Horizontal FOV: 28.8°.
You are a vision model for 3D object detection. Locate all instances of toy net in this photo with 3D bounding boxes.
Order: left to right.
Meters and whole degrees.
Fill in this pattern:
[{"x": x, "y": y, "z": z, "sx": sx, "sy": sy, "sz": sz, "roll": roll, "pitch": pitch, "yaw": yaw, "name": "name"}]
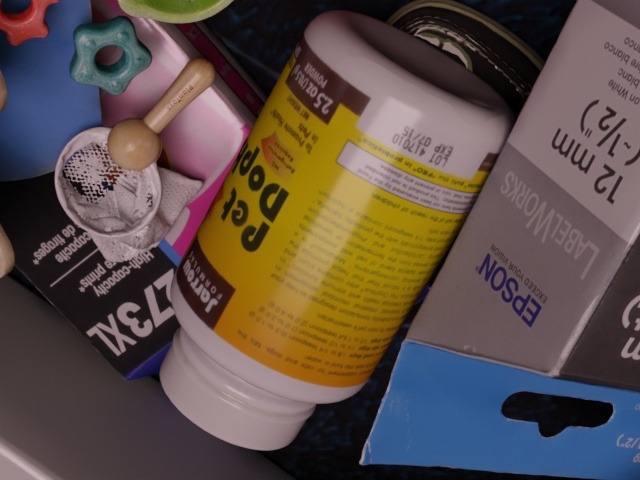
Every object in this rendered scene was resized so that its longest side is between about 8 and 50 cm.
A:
[{"x": -0.107, "y": -0.073, "z": 0.627, "sx": 0.122, "sy": 0.045, "sz": 0.232, "roll": -4, "pitch": 126, "yaw": -19, "name": "toy net"}]

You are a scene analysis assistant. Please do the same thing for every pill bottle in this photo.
[{"x": 0.000, "y": 0.000, "z": 0.638, "sx": 0.117, "sy": 0.117, "sz": 0.215, "roll": 28, "pitch": 110, "yaw": -4, "name": "pill bottle"}]

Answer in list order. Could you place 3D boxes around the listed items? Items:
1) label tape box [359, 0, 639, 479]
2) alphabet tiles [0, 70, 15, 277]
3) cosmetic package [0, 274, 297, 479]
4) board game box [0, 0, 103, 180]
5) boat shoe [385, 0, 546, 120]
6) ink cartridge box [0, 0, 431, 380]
[{"x": 0.203, "y": 0.005, "z": 0.602, "sx": 0.249, "sy": 0.115, "sz": 0.347, "roll": 12, "pitch": 112, "yaw": -32, "name": "label tape box"}, {"x": -0.265, "y": -0.090, "z": 0.667, "sx": 0.284, "sy": 0.021, "sz": 0.278, "roll": -19, "pitch": 103, "yaw": 47, "name": "alphabet tiles"}, {"x": -0.132, "y": 0.225, "z": 0.806, "sx": 0.385, "sy": 0.156, "sz": 0.217, "roll": 40, "pitch": 114, "yaw": -8, "name": "cosmetic package"}, {"x": -0.179, "y": -0.113, "z": 0.661, "sx": 0.133, "sy": 0.033, "sz": 0.168, "roll": 4, "pitch": 122, "yaw": 7, "name": "board game box"}, {"x": 0.116, "y": -0.039, "z": 0.690, "sx": 0.080, "sy": 0.073, "sz": 0.223, "roll": -37, "pitch": 105, "yaw": 19, "name": "boat shoe"}, {"x": -0.116, "y": -0.046, "z": 0.734, "sx": 0.176, "sy": 0.069, "sz": 0.371, "roll": -37, "pitch": 106, "yaw": 21, "name": "ink cartridge box"}]
